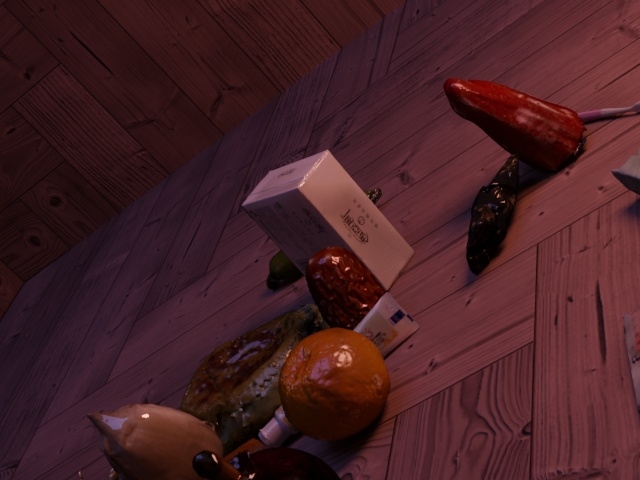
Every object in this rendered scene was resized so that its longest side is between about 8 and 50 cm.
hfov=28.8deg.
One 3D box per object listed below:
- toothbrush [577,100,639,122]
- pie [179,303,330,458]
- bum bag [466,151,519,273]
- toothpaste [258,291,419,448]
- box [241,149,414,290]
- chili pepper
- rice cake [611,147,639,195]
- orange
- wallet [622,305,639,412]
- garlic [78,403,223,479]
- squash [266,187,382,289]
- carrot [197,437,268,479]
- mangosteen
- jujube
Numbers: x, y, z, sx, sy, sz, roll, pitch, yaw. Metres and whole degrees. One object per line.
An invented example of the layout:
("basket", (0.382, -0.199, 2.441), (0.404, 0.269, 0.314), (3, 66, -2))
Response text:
("toothbrush", (0.469, -0.215, 2.123), (0.025, 0.020, 0.286), (-43, 18, -26))
("pie", (-0.115, 0.239, 2.203), (0.288, 0.103, 0.354), (-23, 28, 41))
("bum bag", (0.284, -0.054, 2.050), (0.069, 0.102, 0.248), (6, 43, 20))
("toothpaste", (0.022, 0.220, 2.026), (0.314, 0.058, 0.056), (-44, 33, 2))
("box", (0.013, -0.020, 2.257), (0.194, 0.260, 0.111), (-13, 31, 54))
("chili pepper", (0.312, -0.213, 2.099), (0.136, 0.253, 0.144), (-53, 19, 35))
("rice cake", (0.486, -0.080, 1.733), (0.063, 0.069, 0.206), (-45, 16, 1))
("orange", (0.020, 0.220, 1.892), (0.177, 0.155, 0.177), (-46, 16, 17))
("wallet", (0.417, 0.125, 1.501), (0.103, 0.020, 0.196), (-35, 21, 24))
("garlic", (-0.289, 0.389, 1.999), (0.286, 0.249, 0.313), (-35, -7, -16))
("squash", (-0.002, 0.000, 2.537), (0.318, 0.080, 0.071), (-39, 58, 17))
("carrot", (-0.178, 0.438, 1.879), (0.302, 0.138, 0.139), (-42, 17, -21))
("mangosteen", (-0.084, 0.359, 1.632), (0.235, 0.261, 0.235), (-27, 25, 14))
("jujube", (0.045, 0.091, 2.082), (0.109, 0.176, 0.112), (-35, 14, 12))
